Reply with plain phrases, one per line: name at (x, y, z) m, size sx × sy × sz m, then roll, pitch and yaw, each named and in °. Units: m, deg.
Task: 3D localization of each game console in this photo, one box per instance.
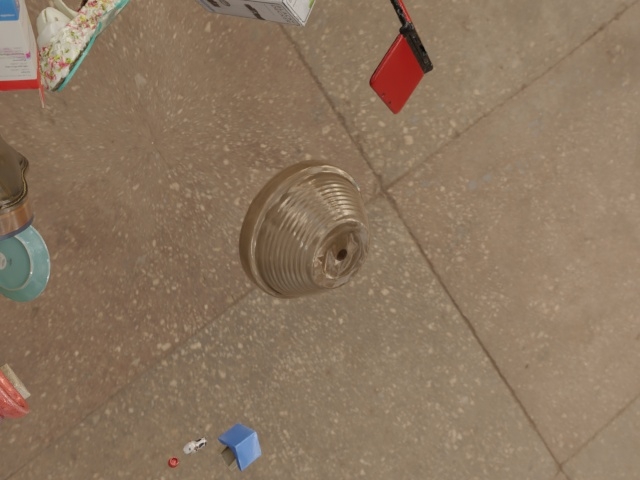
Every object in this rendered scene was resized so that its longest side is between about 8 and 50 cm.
game console at (0.104, -0.272, 0.756) m, size 0.085 × 0.144 × 0.124 m, roll -26°, pitch 76°, yaw 18°

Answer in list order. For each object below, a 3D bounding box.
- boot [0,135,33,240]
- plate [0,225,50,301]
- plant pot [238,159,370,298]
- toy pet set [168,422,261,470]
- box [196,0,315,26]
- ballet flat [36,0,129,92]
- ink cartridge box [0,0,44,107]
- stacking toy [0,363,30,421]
boot at (-0.285, -0.092, 0.419) m, size 0.082 × 0.219 × 0.106 m, roll -19°, pitch 128°, yaw -34°
plate at (-0.672, 0.045, 1.145) m, size 0.188 × 0.024 × 0.188 m, roll 3°, pitch 99°, yaw 18°
plant pot at (0.000, 0.000, 0.828) m, size 0.237 × 0.110 × 0.237 m, roll -22°, pitch 126°, yaw -33°
toy pet set at (-0.143, 0.335, 0.779) m, size 0.114 × 0.065 × 0.122 m, roll -25°, pitch 67°, yaw -45°
box at (-0.132, -0.557, 1.095) m, size 0.087 × 0.290 × 0.169 m, roll 26°, pitch 86°, yaw -58°
ballet flat at (-0.347, -0.303, 0.735) m, size 0.077 × 0.091 × 0.241 m, roll 39°, pitch 43°, yaw -32°
ink cartridge box at (-0.561, -0.364, 0.938) m, size 0.078 × 0.134 × 0.231 m, roll -9°, pitch 144°, yaw -19°
stacking toy at (-0.690, 0.238, 0.977) m, size 0.130 × 0.279 × 0.309 m, roll -36°, pitch 90°, yaw -25°
